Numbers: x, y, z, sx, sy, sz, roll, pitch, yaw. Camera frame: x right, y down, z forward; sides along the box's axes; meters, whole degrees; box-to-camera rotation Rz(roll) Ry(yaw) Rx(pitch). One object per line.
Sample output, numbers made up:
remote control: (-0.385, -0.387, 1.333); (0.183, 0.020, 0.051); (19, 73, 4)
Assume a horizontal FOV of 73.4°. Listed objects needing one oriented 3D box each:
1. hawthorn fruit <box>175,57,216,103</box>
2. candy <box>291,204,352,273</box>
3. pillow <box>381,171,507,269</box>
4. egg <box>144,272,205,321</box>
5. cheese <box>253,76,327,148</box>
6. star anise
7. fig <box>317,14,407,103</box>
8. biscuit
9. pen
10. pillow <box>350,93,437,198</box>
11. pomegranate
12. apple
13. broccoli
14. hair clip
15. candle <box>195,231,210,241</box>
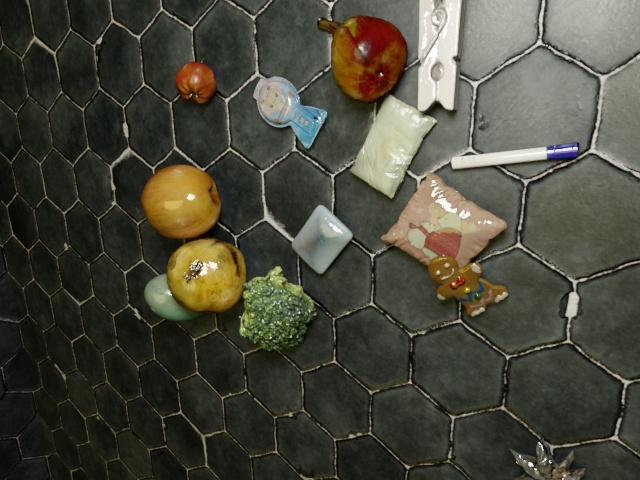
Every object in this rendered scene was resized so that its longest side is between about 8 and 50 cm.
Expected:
hawthorn fruit: (-0.386, -0.495, 1.322); (0.125, 0.125, 0.140); (8, 108, 29)
candy: (0.000, 0.000, 1.256); (0.138, 0.071, 0.174); (44, 121, 13)
pillow: (0.298, -0.022, 1.068); (0.236, 0.084, 0.223); (37, 120, 16)
egg: (-0.499, 0.200, 1.516); (0.169, 0.237, 0.169); (-27, 55, 48)
cheese: (-0.097, -0.375, 1.224); (0.245, 0.052, 0.135); (40, 119, 16)
star anise: (0.574, 0.597, 1.086); (0.181, 0.061, 0.204); (2, 104, 30)
fig: (0.065, -0.464, 1.033); (0.290, 0.191, 0.190); (39, 119, 14)
biscuit: (0.349, 0.110, 1.057); (0.205, 0.031, 0.138); (38, 123, -13)
pen: (0.432, -0.190, 0.977); (0.269, 0.033, 0.033); (-1, 102, 30)
pillow: (0.180, -0.240, 1.102); (0.148, 0.050, 0.229); (31, 113, 13)
pomegranate: (-0.367, 0.109, 1.390); (0.261, 0.260, 0.260); (8, 107, 28)
apple: (-0.442, -0.130, 1.402); (0.241, 0.242, 0.242); (-5, 101, 17)
broccoli: (-0.143, 0.205, 1.351); (0.245, 0.248, 0.288); (-116, 36, -45)
hair clip: (0.269, -0.460, 0.967); (0.101, 0.085, 0.330); (4, 102, 20)
candle: (-0.477, 0.085, 1.569); (0.048, 0.051, 0.329); (34, 119, 3)
